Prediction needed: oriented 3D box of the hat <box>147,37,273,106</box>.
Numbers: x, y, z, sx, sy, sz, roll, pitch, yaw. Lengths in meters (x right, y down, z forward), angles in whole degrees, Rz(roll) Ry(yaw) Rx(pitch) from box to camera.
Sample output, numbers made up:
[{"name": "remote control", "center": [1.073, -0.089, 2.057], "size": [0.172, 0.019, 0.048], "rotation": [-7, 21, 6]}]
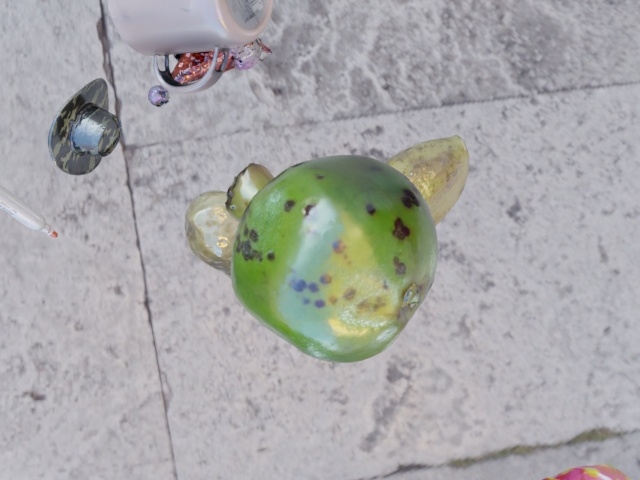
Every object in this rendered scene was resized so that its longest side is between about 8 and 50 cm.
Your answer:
[{"name": "hat", "center": [-0.203, -0.306, 1.734], "size": [0.227, 0.129, 0.140], "rotation": [-41, 160, -5]}]

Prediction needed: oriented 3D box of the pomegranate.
[{"name": "pomegranate", "center": [0.000, -0.002, 0.690], "size": [0.143, 0.122, 0.169], "rotation": [-43, 77, -7]}]

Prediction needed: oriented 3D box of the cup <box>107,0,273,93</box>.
[{"name": "cup", "center": [-0.195, -0.356, 1.566], "size": [0.191, 0.200, 0.253], "rotation": [-11, 104, -59]}]

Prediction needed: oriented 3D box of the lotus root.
[{"name": "lotus root", "center": [0.074, -0.025, 1.174], "size": [0.258, 0.097, 0.110], "rotation": [-42, 145, -13]}]

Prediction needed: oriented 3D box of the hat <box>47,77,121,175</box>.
[{"name": "hat", "center": [-0.266, -0.132, 1.188], "size": [0.050, 0.121, 0.121], "rotation": [18, 120, 19]}]

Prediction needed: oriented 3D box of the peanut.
[{"name": "peanut", "center": [-0.112, -0.007, 1.375], "size": [0.110, 0.120, 0.236], "rotation": [-70, 159, -12]}]

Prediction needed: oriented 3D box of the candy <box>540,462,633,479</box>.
[{"name": "candy", "center": [0.243, 0.266, 0.749], "size": [0.124, 0.365, 0.124], "rotation": [-1, 96, -6]}]

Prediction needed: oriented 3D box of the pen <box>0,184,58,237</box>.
[{"name": "pen", "center": [-0.391, -0.060, 1.196], "size": [0.026, 0.026, 0.218], "rotation": [-40, 134, 9]}]
